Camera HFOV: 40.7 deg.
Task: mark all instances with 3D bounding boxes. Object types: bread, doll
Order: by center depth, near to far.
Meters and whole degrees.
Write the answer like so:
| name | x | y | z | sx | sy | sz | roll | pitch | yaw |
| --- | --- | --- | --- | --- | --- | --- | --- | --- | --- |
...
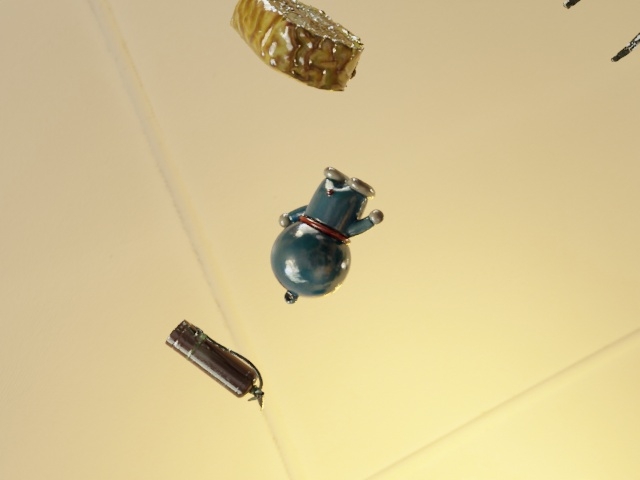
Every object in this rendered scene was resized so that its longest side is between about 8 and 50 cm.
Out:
| name | x | y | z | sx | sy | sz | roll | pitch | yaw |
| --- | --- | --- | --- | --- | --- | --- | --- | --- | --- |
| doll | 0.000 | 0.000 | 0.920 | 0.114 | 0.085 | 0.152 | 24 | -93 | 30 |
| bread | -0.041 | -0.334 | 1.422 | 0.181 | 0.222 | 0.096 | 11 | -62 | -36 |

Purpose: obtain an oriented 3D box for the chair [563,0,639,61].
| name | x | y | z | sx | sy | sz | roll | pitch | yaw |
| --- | --- | --- | --- | --- | --- | --- | --- | --- | --- |
| chair | 0.465 | -0.367 | 1.189 | 0.149 | 0.213 | 0.174 | -34 | -97 | -29 |

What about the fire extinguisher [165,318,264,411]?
| name | x | y | z | sx | sy | sz | roll | pitch | yaw |
| --- | --- | --- | --- | --- | --- | --- | --- | --- | --- |
| fire extinguisher | -0.129 | 0.163 | 1.143 | 0.157 | 0.078 | 0.045 | 37 | -130 | 3 |
